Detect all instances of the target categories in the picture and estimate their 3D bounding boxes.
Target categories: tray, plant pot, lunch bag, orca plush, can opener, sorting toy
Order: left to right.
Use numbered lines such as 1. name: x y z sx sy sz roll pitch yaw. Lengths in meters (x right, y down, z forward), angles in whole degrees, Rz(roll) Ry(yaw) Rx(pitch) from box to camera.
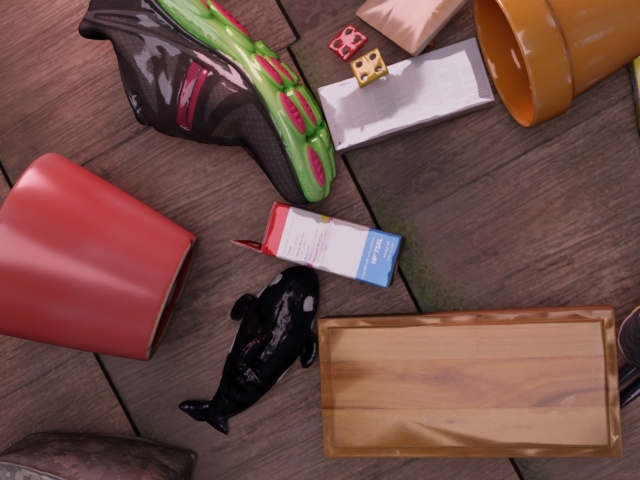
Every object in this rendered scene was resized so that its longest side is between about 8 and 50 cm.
1. lunch bag: -0.355 0.367 1.319 0.287 0.235 0.168 13 93 8
2. plant pot: -0.322 0.040 1.322 0.243 0.275 0.274 21 92 -1
3. orca plush: -0.110 0.158 1.347 0.287 0.102 0.151 -42 73 13
4. sorting toy: 0.137 -0.329 1.337 0.274 0.046 0.132 -47 55 1
5. tray: 0.207 0.202 1.312 0.411 0.076 0.202 -3 88 12
6. plant pot: 0.335 -0.282 1.261 0.188 0.205 0.205 -21 86 0
7. can opener: 0.469 0.174 1.303 0.186 0.073 0.059 -37 86 16

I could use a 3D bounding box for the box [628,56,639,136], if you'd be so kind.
1. box: 0.499 -0.220 1.313 0.105 0.043 0.179 -7 85 7

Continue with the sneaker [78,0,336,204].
1. sneaker: -0.164 -0.218 1.356 0.483 0.185 0.202 46 108 13

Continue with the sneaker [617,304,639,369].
1. sneaker: 0.560 0.041 1.245 0.385 0.147 0.145 -38 100 2

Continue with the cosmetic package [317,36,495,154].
1. cosmetic package: 0.125 -0.208 1.353 0.239 0.060 0.098 -16 83 7

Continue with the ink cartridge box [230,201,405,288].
1. ink cartridge box: 0.000 0.000 1.329 0.231 0.134 0.078 16 92 7
